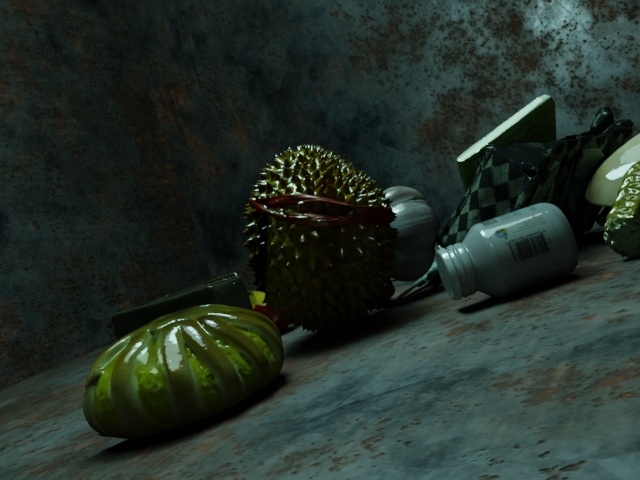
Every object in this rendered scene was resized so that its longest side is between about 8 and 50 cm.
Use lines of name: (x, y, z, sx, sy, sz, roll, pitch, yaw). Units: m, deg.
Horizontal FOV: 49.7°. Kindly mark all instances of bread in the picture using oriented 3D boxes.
bread: (0.571, -0.067, 1.214, 0.098, 0.087, 0.269, -16, 20, 40)
bread: (-0.209, 0.190, 1.100, 0.333, 0.160, 0.333, -17, 2, 1)

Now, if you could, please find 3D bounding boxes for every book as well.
book: (0.431, -0.156, 1.566, 0.239, 0.035, 0.352, -36, -33, -1)

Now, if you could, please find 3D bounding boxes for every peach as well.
peach: (-0.125, 0.178, 1.689, 0.151, 0.118, 0.151, -7, -27, -4)

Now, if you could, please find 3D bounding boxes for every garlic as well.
garlic: (0.176, 0.002, 1.581, 0.207, 0.207, 0.257, -18, -26, 13)

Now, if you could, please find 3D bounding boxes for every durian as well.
durian: (-0.001, -0.001, 1.379, 0.347, 0.384, 0.347, -24, 9, 4)

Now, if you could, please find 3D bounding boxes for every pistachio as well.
pistachio: (0.695, -0.128, 1.388, 0.318, 0.193, 0.214, -32, 19, 9)

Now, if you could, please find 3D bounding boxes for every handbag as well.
handbag: (0.474, -0.112, 1.481, 0.416, 0.180, 0.317, -19, -38, -34)

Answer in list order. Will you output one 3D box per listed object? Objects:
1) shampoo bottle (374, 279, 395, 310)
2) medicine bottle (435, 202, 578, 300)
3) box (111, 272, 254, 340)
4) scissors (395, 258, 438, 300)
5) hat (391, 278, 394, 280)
shampoo bottle: (0.122, 0.114, 1.624, 0.085, 0.085, 0.244, -19, 3, -10)
medicine bottle: (0.314, 0.027, 1.188, 0.215, 0.135, 0.135, -18, 1, -1)
box: (-0.285, 0.196, 1.483, 0.273, 0.184, 0.143, -18, 0, 22)
scissors: (0.282, 0.072, 1.716, 0.256, 0.029, 0.383, -32, -2, 29)
hat: (0.231, 0.067, 2.049, 0.147, 0.085, 0.175, -18, -1, -42)
